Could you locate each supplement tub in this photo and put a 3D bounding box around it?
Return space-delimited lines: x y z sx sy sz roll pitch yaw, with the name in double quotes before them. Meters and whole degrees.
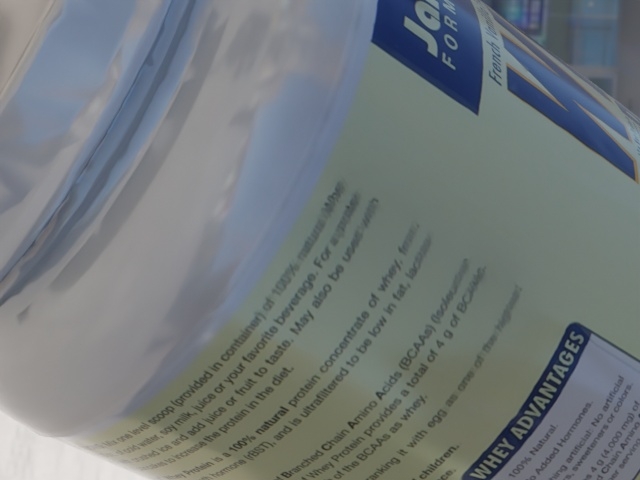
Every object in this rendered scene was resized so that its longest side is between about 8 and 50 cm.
"supplement tub" 0.000 0.000 0.525 0.235 0.325 0.235 -40 -147 34
